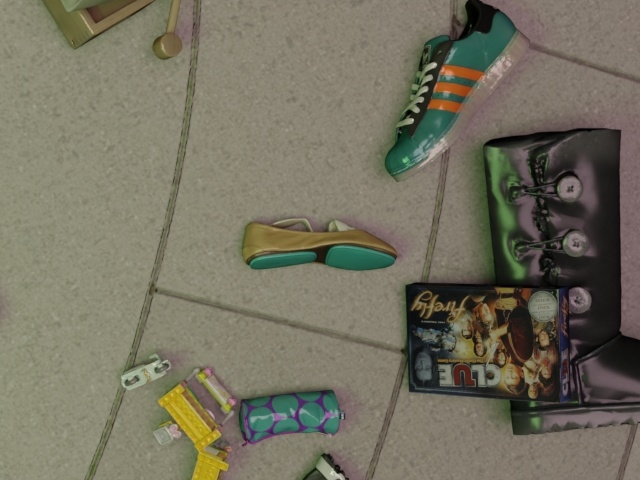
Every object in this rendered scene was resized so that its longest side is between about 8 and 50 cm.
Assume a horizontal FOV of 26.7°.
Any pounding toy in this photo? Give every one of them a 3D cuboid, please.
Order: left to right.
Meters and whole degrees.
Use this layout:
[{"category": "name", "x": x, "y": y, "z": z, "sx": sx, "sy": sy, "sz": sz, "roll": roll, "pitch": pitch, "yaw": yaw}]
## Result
[{"category": "pounding toy", "x": -0.273, "y": -0.333, "z": 1.869, "sx": 0.181, "sy": 0.094, "sz": 0.206, "roll": -37, "pitch": 102, "yaw": -29}]

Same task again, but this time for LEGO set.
[{"category": "LEGO set", "x": -0.174, "y": 0.289, "z": 1.945, "sx": 0.132, "sy": 0.107, "sz": 0.287, "roll": -13, "pitch": 103, "yaw": 22}]

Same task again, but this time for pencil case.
[{"category": "pencil case", "x": -0.044, "y": 0.259, "z": 1.974, "sx": 0.151, "sy": 0.064, "sz": 0.070, "roll": -4, "pitch": 78, "yaw": -13}]

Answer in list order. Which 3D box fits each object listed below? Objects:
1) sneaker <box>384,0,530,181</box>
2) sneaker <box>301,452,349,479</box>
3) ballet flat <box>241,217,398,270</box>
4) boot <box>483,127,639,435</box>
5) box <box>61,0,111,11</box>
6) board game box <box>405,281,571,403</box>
[{"category": "sneaker", "x": 0.175, "y": -0.224, "z": 1.983, "sx": 0.121, "sy": 0.108, "sz": 0.302, "roll": 42, "pitch": 75, "yaw": -12}, {"category": "sneaker", "x": 0.043, "y": 0.433, "z": 2.002, "sx": 0.106, "sy": 0.078, "sz": 0.234, "roll": -40, "pitch": 98, "yaw": -6}, {"category": "ballet flat", "x": 0.000, "y": 0.000, "z": 1.967, "sx": 0.232, "sy": 0.080, "sz": 0.073, "roll": 1, "pitch": 63, "yaw": -16}, {"category": "boot", "x": 0.436, "y": 0.049, "z": 2.018, "sx": 0.367, "sy": 0.146, "sz": 0.445, "roll": -6, "pitch": 87, "yaw": -7}, {"category": "box", "x": -0.213, "y": -0.420, "z": 1.788, "sx": 0.311, "sy": 0.121, "sz": 0.148, "roll": -25, "pitch": 89, "yaw": -37}, {"category": "board game box", "x": 0.242, "y": 0.146, "z": 1.968, "sx": 0.243, "sy": 0.042, "sz": 0.165, "roll": 0, "pitch": 94, "yaw": 31}]
